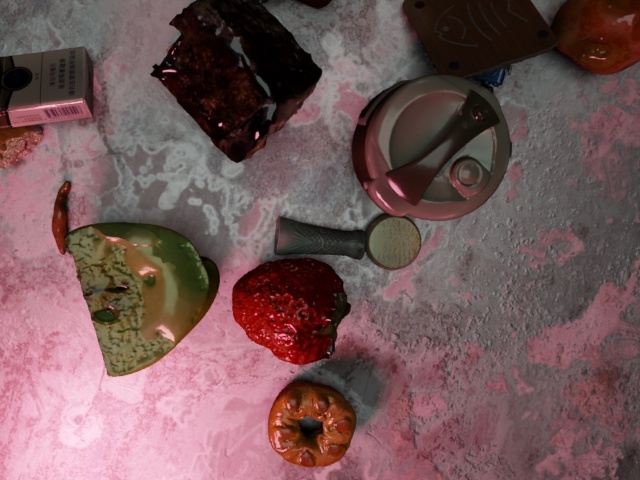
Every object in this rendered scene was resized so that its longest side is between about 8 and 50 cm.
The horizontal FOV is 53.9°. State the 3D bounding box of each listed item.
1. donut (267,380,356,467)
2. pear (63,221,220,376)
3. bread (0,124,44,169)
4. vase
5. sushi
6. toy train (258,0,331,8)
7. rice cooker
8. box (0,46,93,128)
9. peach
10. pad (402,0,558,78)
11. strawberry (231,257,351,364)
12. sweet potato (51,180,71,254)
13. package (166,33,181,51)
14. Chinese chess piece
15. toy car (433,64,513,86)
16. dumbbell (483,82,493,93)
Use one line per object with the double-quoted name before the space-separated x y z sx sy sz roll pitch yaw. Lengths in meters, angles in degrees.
"donut" -0.025 0.462 1.590 0.226 0.114 0.226 -1 98 -6
"pear" -0.392 0.106 1.457 0.318 0.238 0.342 -16 93 -16
"bread" -0.718 -0.235 1.441 0.106 0.082 0.125 41 89 -7
"vase" 0.000 0.000 1.545 0.219 0.096 0.096 6 97 -10
"sushi" -0.175 -0.362 1.370 0.294 0.299 0.281 44 110 -7
"toy train" -0.049 -0.680 1.416 0.231 0.163 0.369 17 95 -21
"rice cooker" 0.235 -0.205 1.419 0.335 0.325 0.335 -1 98 -6
"box" -0.646 -0.340 1.406 0.259 0.071 0.168 -9 63 -6
"peach" 0.665 -0.503 1.494 0.235 0.214 0.214 -1 98 13
"pad" 0.365 -0.508 1.468 0.284 0.018 0.286 -19 62 -3
"strawberry" -0.079 0.156 1.488 0.277 0.257 0.257 11 97 14
"sweet potato" -0.618 -0.054 1.497 0.044 0.044 0.179 3 97 -6
"package" -0.318 -0.463 1.480 0.059 0.029 0.083 32 104 -16
"Chinese chess piece" 0.181 0.003 1.579 0.144 0.058 0.144 -1 96 -5
"toy car" 0.354 -0.402 1.501 0.191 0.097 0.100 19 106 14
"dumbbell" 0.407 -0.400 1.558 0.036 0.040 0.083 -2 99 25
